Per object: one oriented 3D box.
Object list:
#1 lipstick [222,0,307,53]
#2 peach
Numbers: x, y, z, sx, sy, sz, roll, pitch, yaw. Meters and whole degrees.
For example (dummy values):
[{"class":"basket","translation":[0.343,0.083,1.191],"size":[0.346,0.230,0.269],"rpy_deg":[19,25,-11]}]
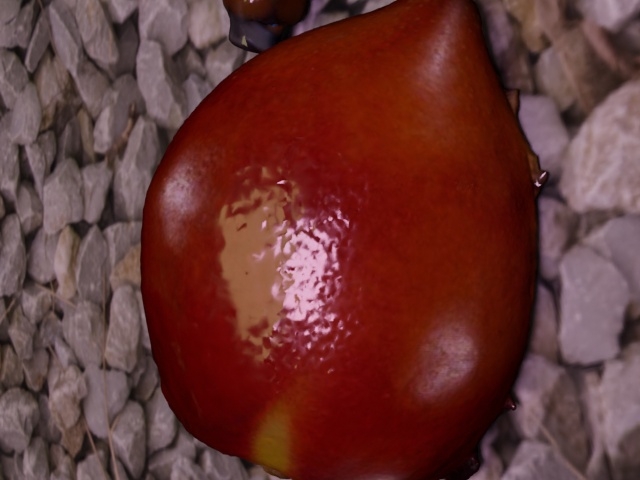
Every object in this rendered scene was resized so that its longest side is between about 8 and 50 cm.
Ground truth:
[{"class":"lipstick","translation":[0.000,-0.342,0.807],"size":[0.077,0.077,0.419],"rpy_deg":[33,116,41]},{"class":"peach","translation":[0.000,0.000,0.728],"size":[0.257,0.201,0.362],"rpy_deg":[27,110,43]}]
